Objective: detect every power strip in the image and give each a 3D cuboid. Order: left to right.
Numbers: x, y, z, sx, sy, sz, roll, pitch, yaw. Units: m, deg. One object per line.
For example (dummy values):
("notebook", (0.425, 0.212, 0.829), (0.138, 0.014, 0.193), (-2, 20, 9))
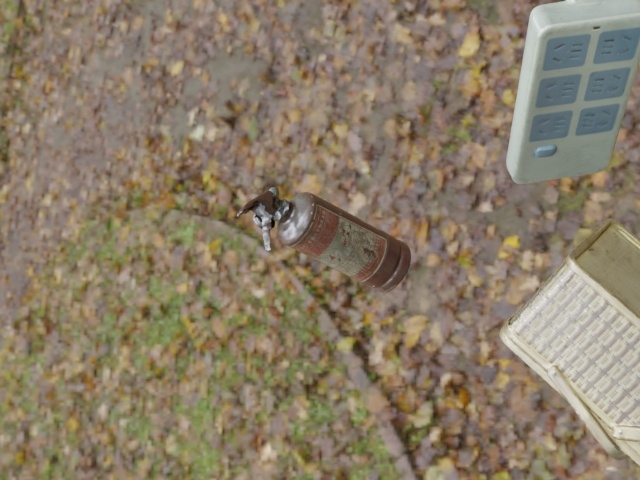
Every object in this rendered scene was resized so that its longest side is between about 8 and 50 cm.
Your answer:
("power strip", (0.272, -0.156, 1.042), (0.270, 0.118, 0.046), (85, 173, -54))

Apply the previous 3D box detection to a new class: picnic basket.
("picnic basket", (0.429, 0.153, 1.296), (0.313, 0.228, 0.175), (42, 122, 14))

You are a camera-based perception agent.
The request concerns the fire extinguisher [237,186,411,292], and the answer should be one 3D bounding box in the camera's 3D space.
("fire extinguisher", (0.004, -0.007, 1.197), (0.075, 0.252, 0.106), (-55, 30, 12))
